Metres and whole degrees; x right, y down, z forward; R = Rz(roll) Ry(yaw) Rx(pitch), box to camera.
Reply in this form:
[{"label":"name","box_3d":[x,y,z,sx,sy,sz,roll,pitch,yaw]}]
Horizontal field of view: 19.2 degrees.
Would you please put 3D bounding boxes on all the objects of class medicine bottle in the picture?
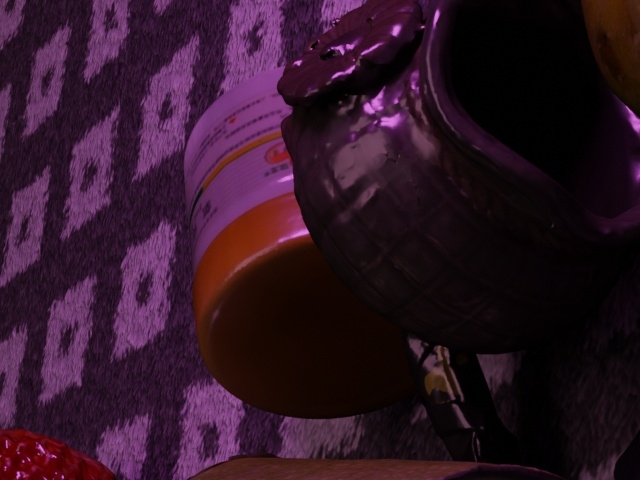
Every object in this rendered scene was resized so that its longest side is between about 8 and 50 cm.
[{"label":"medicine bottle","box_3d":[0.000,0.000,1.675,0.238,0.238,0.232,-54,31,35]}]

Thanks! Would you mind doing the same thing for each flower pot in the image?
[{"label":"flower pot","box_3d":[0.119,-0.075,1.424,0.213,0.301,0.302,-42,39,39]}]

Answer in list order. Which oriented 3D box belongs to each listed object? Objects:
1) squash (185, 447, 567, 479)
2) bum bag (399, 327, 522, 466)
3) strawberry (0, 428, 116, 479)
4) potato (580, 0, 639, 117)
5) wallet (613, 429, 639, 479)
[{"label":"squash","box_3d":[0.032,0.289,1.410,0.384,0.263,0.263,-9,67,62]},{"label":"bum bag","box_3d":[0.106,0.113,1.489,0.107,0.060,0.232,71,175,-70]},{"label":"strawberry","box_3d":[-0.321,0.348,2.099,0.310,0.291,0.292,2,75,37]},{"label":"potato","box_3d":[0.276,-0.194,1.350,0.186,0.148,0.253,-5,62,37]},{"label":"wallet","box_3d":[0.267,0.060,1.285,0.146,0.030,0.285,-62,-6,-76]}]
